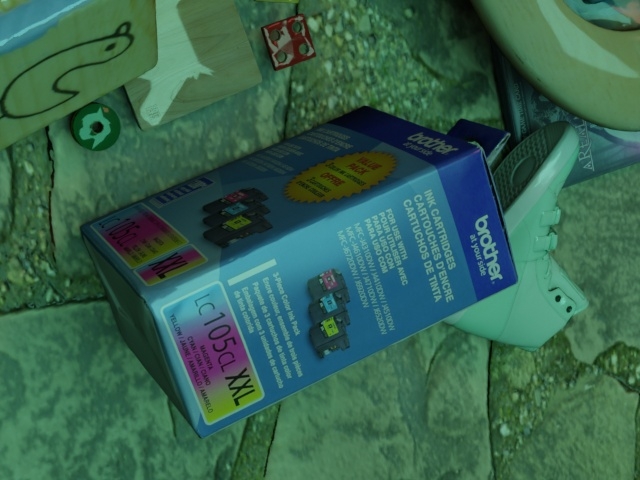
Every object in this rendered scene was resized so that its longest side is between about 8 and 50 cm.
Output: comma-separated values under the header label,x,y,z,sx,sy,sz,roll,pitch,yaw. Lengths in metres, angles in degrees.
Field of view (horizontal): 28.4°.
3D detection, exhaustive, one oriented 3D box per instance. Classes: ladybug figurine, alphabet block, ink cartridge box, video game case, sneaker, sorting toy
label,x,y,z,sx,sy,sz,roll,pitch,yaw
ladybug figurine,0.264,-0.313,1.292,0.305,0.162,0.449,-21,95,-15
alphabet block,-0.264,-0.221,1.079,0.192,0.197,0.193,-29,79,-12
ink cartridge box,0.000,0.000,1.210,0.395,0.270,0.151,-23,112,-16
video game case,0.331,-0.178,1.430,0.274,0.026,0.196,-19,109,-16
sneaker,0.245,0.001,1.390,0.151,0.094,0.256,25,105,-18
sorting toy,-0.135,-0.197,1.245,0.274,0.046,0.132,-25,107,-15
